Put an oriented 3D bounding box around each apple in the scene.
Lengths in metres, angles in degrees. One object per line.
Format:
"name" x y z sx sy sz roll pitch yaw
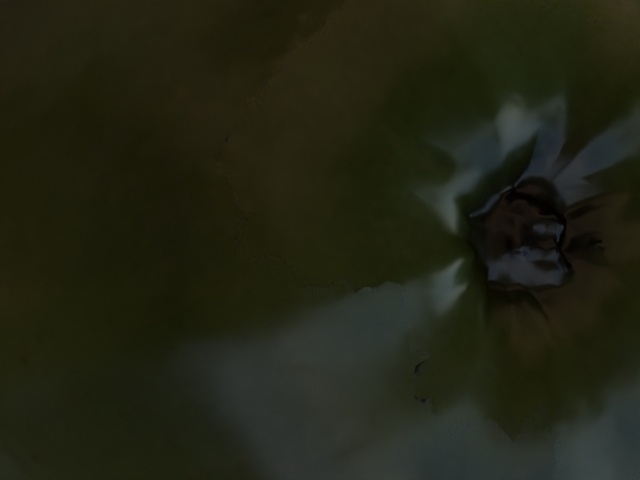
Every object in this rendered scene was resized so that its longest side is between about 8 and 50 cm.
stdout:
"apple" 0.000 0.000 0.717 0.357 0.357 0.357 -7 -153 4
